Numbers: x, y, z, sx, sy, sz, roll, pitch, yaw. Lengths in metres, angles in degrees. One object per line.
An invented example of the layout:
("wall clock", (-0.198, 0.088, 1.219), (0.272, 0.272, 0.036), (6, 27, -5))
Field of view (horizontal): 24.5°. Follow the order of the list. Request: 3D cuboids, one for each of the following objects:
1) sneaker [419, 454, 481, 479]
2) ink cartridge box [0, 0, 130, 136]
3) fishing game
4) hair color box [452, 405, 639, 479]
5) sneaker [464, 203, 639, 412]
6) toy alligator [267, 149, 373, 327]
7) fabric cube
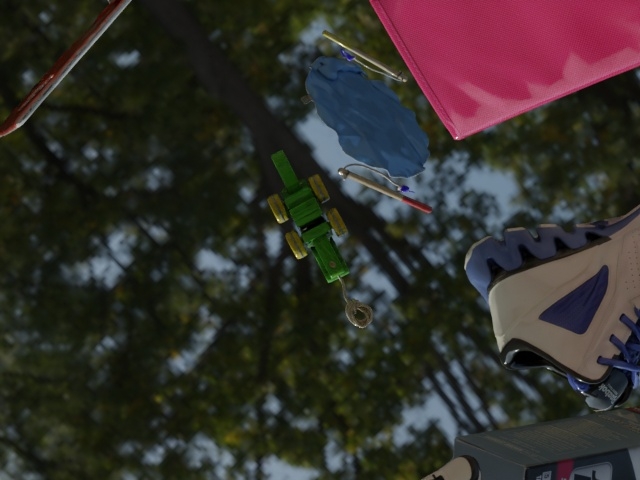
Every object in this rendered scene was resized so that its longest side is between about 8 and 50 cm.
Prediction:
("sneaker", (0.094, 0.226, 1.288), (0.109, 0.044, 0.040), (-43, -131, 11))
("ink cartridge box", (-0.114, -0.164, 0.806), (0.239, 0.060, 0.275), (-49, -168, -8))
("fishing game", (0.052, -0.143, 1.779), (0.041, 0.189, 0.264), (-45, -142, 33))
("hair color box", (0.312, 0.302, 1.664), (0.113, 0.374, 0.185), (16, -76, 49))
("sneaker", (0.301, 0.066, 1.419), (0.315, 0.127, 0.182), (-16, -117, 22))
("toy alligator", (0.000, 0.000, 1.440), (0.056, 0.190, 0.051), (-28, 177, 1))
("fabric cube", (0.180, -0.269, 1.057), (0.258, 0.259, 0.254), (-21, -163, 42))
